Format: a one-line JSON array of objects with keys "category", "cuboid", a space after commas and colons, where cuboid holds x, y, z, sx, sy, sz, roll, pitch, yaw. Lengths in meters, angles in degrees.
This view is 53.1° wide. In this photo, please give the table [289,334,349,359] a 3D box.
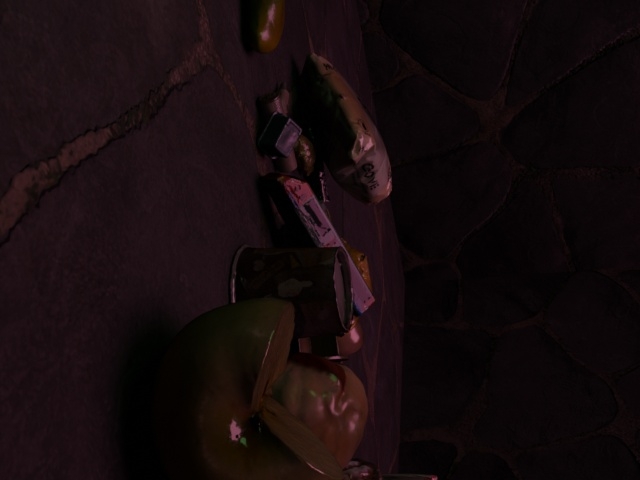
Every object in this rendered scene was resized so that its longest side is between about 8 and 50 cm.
[{"category": "table", "cuboid": [-0.031, 0.167, 1.454, 0.167, 0.167, 0.227, 40, 42, -72]}]

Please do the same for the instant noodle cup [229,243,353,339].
[{"category": "instant noodle cup", "cuboid": [-0.049, 0.106, 1.282, 0.217, 0.207, 0.217, -7, 90, -77]}]

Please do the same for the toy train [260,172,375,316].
[{"category": "toy train", "cuboid": [0.000, 0.000, 1.514, 0.089, 0.086, 0.409, -40, 114, -23]}]

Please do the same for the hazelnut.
[{"category": "hazelnut", "cuboid": [-0.035, 0.349, 1.277, 0.261, 0.241, 0.261, 14, 70, -45]}]

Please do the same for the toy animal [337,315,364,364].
[{"category": "toy animal", "cuboid": [0.055, 0.232, 1.840, 0.165, 0.149, 0.248, -104, -163, -77]}]

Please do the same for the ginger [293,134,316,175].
[{"category": "ginger", "cuboid": [-0.041, -0.222, 1.741, 0.165, 0.067, 0.096, 64, 3, -57]}]

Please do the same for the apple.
[{"category": "apple", "cuboid": [-0.115, 0.238, 0.898, 0.258, 0.233, 0.295, -179, -108, -84]}]

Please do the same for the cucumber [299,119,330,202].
[{"category": "cucumber", "cuboid": [-0.019, -0.228, 1.852, 0.067, 0.067, 0.245, -45, 128, -73]}]

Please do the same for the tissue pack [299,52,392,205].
[{"category": "tissue pack", "cuboid": [0.071, -0.315, 1.893, 0.390, 0.195, 0.375, 67, 7, 27]}]

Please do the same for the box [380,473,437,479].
[{"category": "box", "cuboid": [0.118, 0.726, 1.526, 0.300, 0.314, 0.312, 44, 42, -66]}]

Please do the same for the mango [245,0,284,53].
[{"category": "mango", "cuboid": [-0.129, -0.509, 1.465, 0.122, 0.085, 0.191, 73, 24, -77]}]

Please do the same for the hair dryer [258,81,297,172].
[{"category": "hair dryer", "cuboid": [-0.099, -0.304, 1.600, 0.220, 0.053, 0.195, -88, 168, -55]}]

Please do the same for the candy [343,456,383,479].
[{"category": "candy", "cuboid": [0.011, 0.547, 1.300, 0.289, 0.214, 0.157, -24, 109, -46]}]

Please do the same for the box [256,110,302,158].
[{"category": "box", "cuboid": [-0.090, -0.237, 1.464, 0.074, 0.054, 0.099, 39, 75, -51]}]

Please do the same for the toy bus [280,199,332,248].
[{"category": "toy bus", "cuboid": [-0.031, -0.030, 1.680, 0.262, 0.091, 0.109, -64, 139, -69]}]

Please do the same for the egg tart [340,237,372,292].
[{"category": "egg tart", "cuboid": [0.100, 0.138, 2.100, 0.315, 0.120, 0.315, -6, 90, -76]}]
